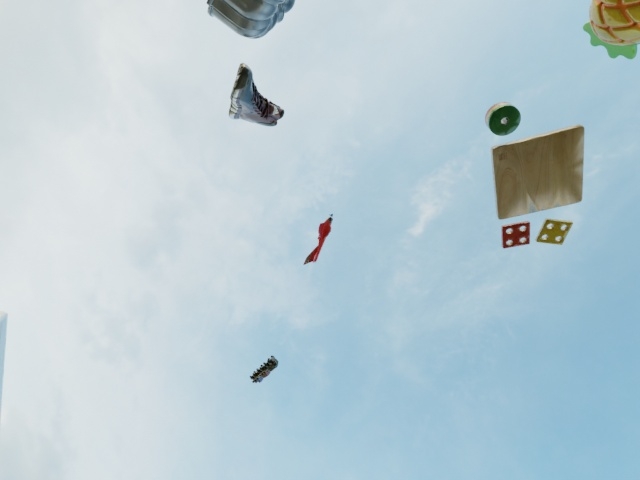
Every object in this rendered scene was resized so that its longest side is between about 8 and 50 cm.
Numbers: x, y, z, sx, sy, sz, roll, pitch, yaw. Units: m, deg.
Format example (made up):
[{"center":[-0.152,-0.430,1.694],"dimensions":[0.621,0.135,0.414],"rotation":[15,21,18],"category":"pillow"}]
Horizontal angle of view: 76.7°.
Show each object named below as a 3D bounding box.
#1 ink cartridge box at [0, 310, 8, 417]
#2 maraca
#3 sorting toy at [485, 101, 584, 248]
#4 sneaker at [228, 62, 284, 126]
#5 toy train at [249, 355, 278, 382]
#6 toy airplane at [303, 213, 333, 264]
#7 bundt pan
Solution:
[{"center":[-0.276,0.153,0.236],"dimensions":[0.086,0.148,0.203],"rotation":[13,-74,-9],"category":"ink cartridge box"},{"center":[0.499,-0.370,0.663],"dimensions":[0.099,0.186,0.127],"rotation":[-40,-108,5],"category":"maraca"},{"center":[0.351,-0.106,0.666],"dimensions":[0.133,0.046,0.274],"rotation":[-13,-59,12],"category":"sorting toy"},{"center":[-0.178,-0.417,1.196],"dimensions":[0.163,0.281,0.106],"rotation":[15,-95,-14],"category":"sneaker"},{"center":[-0.156,0.362,1.123],"dimensions":[0.036,0.027,0.158],"rotation":[43,-47,1],"category":"toy train"},{"center":[0.000,0.000,1.031],"dimensions":[0.028,0.151,0.151],"rotation":[26,-73,6],"category":"toy airplane"},{"center":[-0.106,-0.606,0.934],"dimensions":[0.124,0.330,0.331],"rotation":[41,-64,-15],"category":"bundt pan"}]
